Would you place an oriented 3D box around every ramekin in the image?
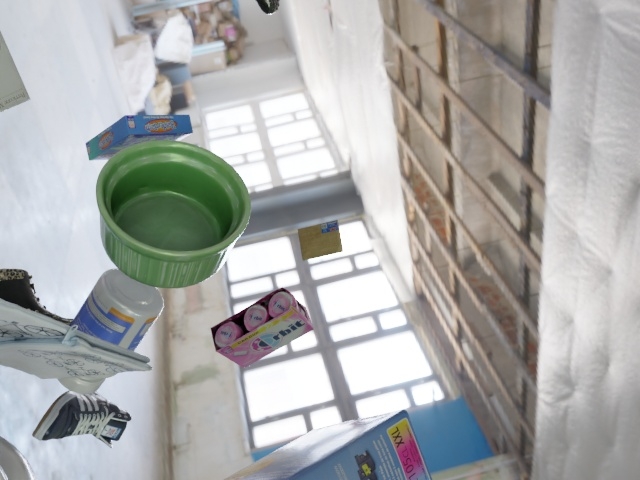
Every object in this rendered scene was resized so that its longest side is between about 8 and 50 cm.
[{"bbox_3d":[-0.306,-0.048,1.382,0.148,0.304,0.303,116,-33,-48],"label":"ramekin"}]

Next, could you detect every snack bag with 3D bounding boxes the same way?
[{"bbox_3d":[-0.519,0.178,1.162,0.342,0.323,0.037,40,50,-49],"label":"snack bag"}]

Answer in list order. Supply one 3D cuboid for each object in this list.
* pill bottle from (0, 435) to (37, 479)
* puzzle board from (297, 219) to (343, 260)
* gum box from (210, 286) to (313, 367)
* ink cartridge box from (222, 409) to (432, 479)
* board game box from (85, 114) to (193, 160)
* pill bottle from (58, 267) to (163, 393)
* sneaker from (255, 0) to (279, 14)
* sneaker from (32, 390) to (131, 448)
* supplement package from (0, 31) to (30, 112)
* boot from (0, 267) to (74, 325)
[{"bbox_3d":[-0.537,0.394,0.986,0.408,0.229,0.229,137,-58,-62],"label":"pill bottle"},{"bbox_3d":[0.000,0.000,1.972,0.011,0.128,0.096,23,56,-68],"label":"puzzle board"},{"bbox_3d":[-0.115,0.179,1.385,0.107,0.188,0.062,47,16,-51],"label":"gum box"},{"bbox_3d":[-0.045,0.426,1.075,0.270,0.395,0.151,-29,-98,44],"label":"ink cartridge box"},{"bbox_3d":[-0.413,-0.232,1.528,0.210,0.160,0.047,-14,-93,48],"label":"board game box"},{"bbox_3d":[-0.479,0.207,1.495,0.152,0.272,0.152,33,19,-13],"label":"pill bottle"},{"bbox_3d":[-0.209,-0.698,1.736,0.283,0.124,0.107,64,22,-3],"label":"sneaker"},{"bbox_3d":[-0.538,0.421,1.553,0.153,0.099,0.282,35,2,1],"label":"sneaker"},{"bbox_3d":[-0.582,-0.264,0.983,0.194,0.149,0.203,-47,132,-44],"label":"supplement package"},{"bbox_3d":[-0.694,0.158,1.658,0.085,0.236,0.178,-44,-125,35],"label":"boot"}]
